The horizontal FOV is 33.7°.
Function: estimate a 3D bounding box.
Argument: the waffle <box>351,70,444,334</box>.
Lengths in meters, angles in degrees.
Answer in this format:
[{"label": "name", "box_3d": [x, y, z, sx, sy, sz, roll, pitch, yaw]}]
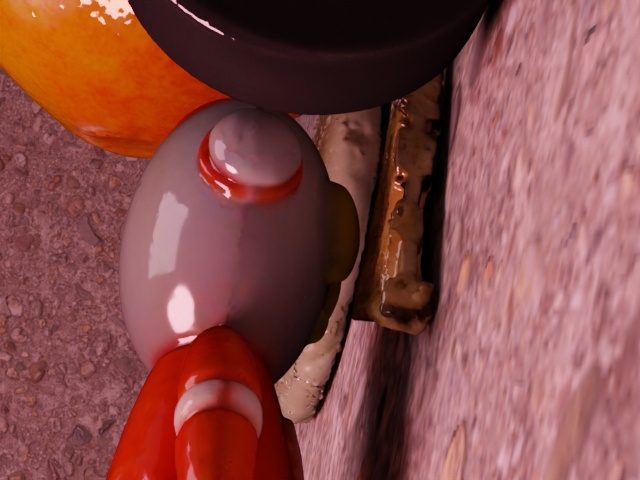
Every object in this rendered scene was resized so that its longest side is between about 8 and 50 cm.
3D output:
[{"label": "waffle", "box_3d": [0.040, -0.037, 0.440, 0.097, 0.023, 0.152, 144, 137, -82]}]

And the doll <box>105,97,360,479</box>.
[{"label": "doll", "box_3d": [-0.039, 0.059, 0.453, 0.200, 0.105, 0.336, 107, 166, -57]}]

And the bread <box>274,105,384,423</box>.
[{"label": "bread", "box_3d": [0.000, 0.000, 0.755, 0.267, 0.040, 0.267, -168, 90, -86]}]

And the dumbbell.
[{"label": "dumbbell", "box_3d": [0.009, -0.149, 0.324, 0.218, 0.152, 0.152, 112, 169, -69]}]

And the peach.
[{"label": "peach", "box_3d": [-0.075, -0.188, 0.640, 0.308, 0.289, 0.289, 28, 111, 44]}]
